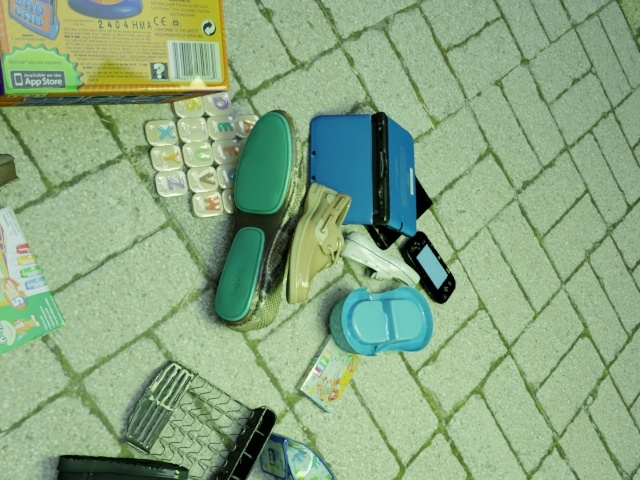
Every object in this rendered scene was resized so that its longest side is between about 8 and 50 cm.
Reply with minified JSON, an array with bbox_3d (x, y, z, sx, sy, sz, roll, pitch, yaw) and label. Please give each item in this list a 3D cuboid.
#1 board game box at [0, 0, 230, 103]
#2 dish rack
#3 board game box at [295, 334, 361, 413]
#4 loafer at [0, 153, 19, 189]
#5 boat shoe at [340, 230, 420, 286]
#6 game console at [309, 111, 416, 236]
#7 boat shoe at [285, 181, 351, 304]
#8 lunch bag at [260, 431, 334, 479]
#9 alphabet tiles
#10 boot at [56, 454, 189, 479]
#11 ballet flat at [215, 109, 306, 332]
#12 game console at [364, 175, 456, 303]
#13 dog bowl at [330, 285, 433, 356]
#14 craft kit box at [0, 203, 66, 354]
[{"bbox_3d":[-0.405,-0.425,1.066,0.357,0.356,0.356,-9,102,-32],"label":"board game box"},{"bbox_3d":[-0.246,0.384,1.249,0.271,0.074,0.208,39,64,-21],"label":"dish rack"},{"bbox_3d":[0.021,0.317,1.450,0.103,0.026,0.154,42,64,-19],"label":"board game box"},{"bbox_3d":[-0.629,0.002,0.994,0.366,0.134,0.130,-50,119,-22],"label":"loafer"},{"bbox_3d":[0.145,0.066,1.546,0.226,0.083,0.076,33,78,-11],"label":"boat shoe"},{"bbox_3d":[0.113,-0.161,1.546,0.250,0.173,0.293,21,65,-52],"label":"game console"},{"bbox_3d":[0.000,0.000,1.318,0.110,0.121,0.341,13,47,2],"label":"boat shoe"},{"bbox_3d":[-0.065,0.476,1.313,0.096,0.129,0.151,-40,104,-30],"label":"lunch bag"},{"bbox_3d":[-0.245,-0.195,1.371,0.278,0.021,0.284,-10,87,-33],"label":"alphabet tiles"},{"bbox_3d":[-0.374,0.507,1.110,0.246,0.094,0.207,6,77,-5],"label":"boot"},{"bbox_3d":[-0.114,-0.036,1.353,0.182,0.164,0.482,17,83,-59],"label":"ballet flat"},{"bbox_3d":[0.262,0.000,1.639,0.213,0.044,0.361,-43,105,-29],"label":"game console"},{"bbox_3d":[0.149,0.201,1.503,0.297,0.074,0.166,2,75,-37],"label":"dog bowl"},{"bbox_3d":[-0.622,0.093,1.076,0.247,0.061,0.250,-26,96,-29],"label":"craft kit box"}]
